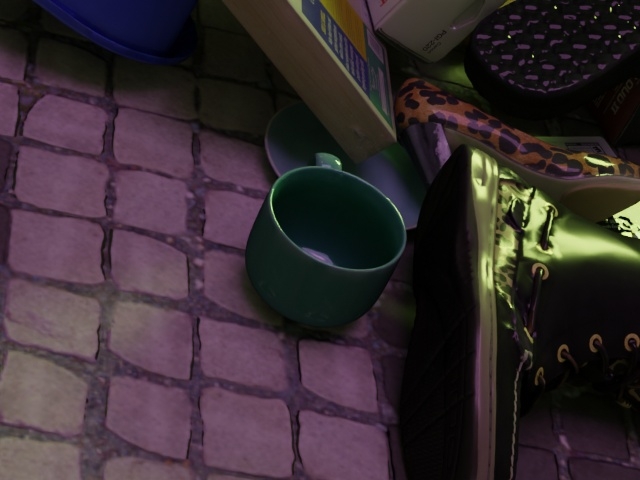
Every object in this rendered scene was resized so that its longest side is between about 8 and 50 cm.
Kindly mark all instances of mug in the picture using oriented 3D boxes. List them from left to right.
[{"bbox_3d":[0.005,0.007,1.370,0.129,0.097,0.158,34,40,10],"label":"mug"}]

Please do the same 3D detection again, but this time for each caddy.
[{"bbox_3d":[-0.245,-0.311,1.516,0.341,0.179,0.241,36,24,-11],"label":"caddy"}]

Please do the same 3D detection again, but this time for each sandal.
[{"bbox_3d":[0.336,-0.232,1.651,0.446,0.107,0.167,-23,59,-23],"label":"sandal"}]

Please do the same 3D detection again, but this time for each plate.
[{"bbox_3d":[0.031,-0.070,1.523,0.188,0.024,0.188,15,41,-14],"label":"plate"}]

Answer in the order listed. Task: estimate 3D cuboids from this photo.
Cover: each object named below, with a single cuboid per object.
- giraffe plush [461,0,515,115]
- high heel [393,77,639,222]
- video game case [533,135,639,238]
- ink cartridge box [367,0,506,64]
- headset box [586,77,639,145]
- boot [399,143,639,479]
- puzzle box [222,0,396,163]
[{"bbox_3d":[0.187,-0.261,1.724,0.170,0.210,0.181,17,37,42],"label":"giraffe plush"},{"bbox_3d":[0.207,-0.102,1.556,0.261,0.093,0.186,-6,55,-21],"label":"high heel"},{"bbox_3d":[0.261,-0.044,1.621,0.190,0.022,0.173,-2,47,-31],"label":"video game case"},{"bbox_3d":[0.121,-0.319,1.649,0.092,0.158,0.218,26,36,-36],"label":"ink cartridge box"},{"bbox_3d":[0.399,-0.225,1.818,0.218,0.110,0.293,-1,47,-28],"label":"headset box"},{"bbox_3d":[0.221,0.106,1.348,0.284,0.138,0.377,19,46,-17],"label":"boot"},{"bbox_3d":[-0.027,-0.292,1.572,0.272,0.052,0.409,50,22,-32],"label":"puzzle box"}]
